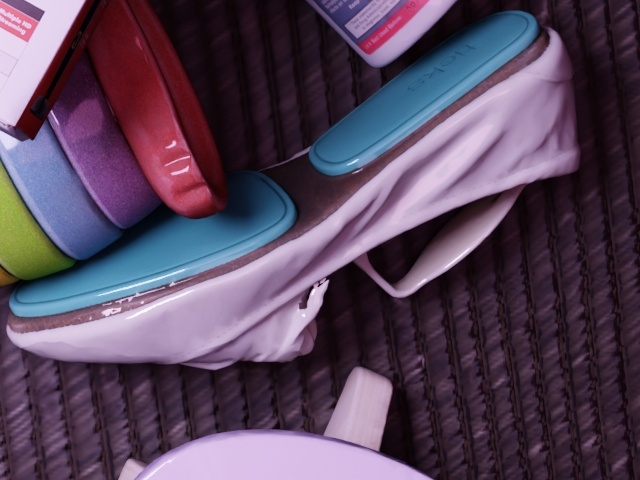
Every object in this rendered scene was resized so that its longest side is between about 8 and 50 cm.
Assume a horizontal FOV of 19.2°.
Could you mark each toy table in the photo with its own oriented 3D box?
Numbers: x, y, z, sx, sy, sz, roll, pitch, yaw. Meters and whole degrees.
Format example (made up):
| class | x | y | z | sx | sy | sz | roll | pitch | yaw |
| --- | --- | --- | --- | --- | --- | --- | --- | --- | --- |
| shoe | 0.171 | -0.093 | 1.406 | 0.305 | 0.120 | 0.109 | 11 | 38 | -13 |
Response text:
| class | x | y | z | sx | sy | sz | roll | pitch | yaw |
| --- | --- | --- | --- | --- | --- | --- | --- | --- | --- |
| toy table | -0.001 | 0.209 | 1.187 | 0.274 | 0.161 | 0.252 | 35 | 88 | -8 |

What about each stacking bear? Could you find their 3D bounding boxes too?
| class | x | y | z | sx | sy | sz | roll | pitch | yaw |
| --- | --- | --- | --- | --- | --- | --- | --- | --- | --- |
| stacking bear | -0.218 | -0.038 | 1.146 | 0.289 | 0.164 | 0.175 | -24 | 86 | 4 |

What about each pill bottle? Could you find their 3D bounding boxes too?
| class | x | y | z | sx | sy | sz | roll | pitch | yaw |
| --- | --- | --- | --- | --- | --- | --- | --- | --- | --- |
| pill bottle | 0.009 | -0.207 | 1.195 | 0.180 | 0.108 | 0.108 | 44 | 86 | -9 |

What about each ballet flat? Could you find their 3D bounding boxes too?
| class | x | y | z | sx | sy | sz | roll | pitch | yaw |
| --- | --- | --- | --- | --- | --- | --- | --- | --- | --- |
| ballet flat | 0.000 | 0.000 | 1.204 | 0.400 | 0.139 | 0.139 | -30 | 97 | -7 |

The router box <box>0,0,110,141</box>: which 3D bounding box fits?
| class | x | y | z | sx | sy | sz | roll | pitch | yaw |
| --- | --- | --- | --- | --- | --- | --- | --- | --- | --- |
| router box | -0.224 | -0.261 | 0.969 | 0.335 | 0.082 | 0.301 | 30 | 87 | -1 |
